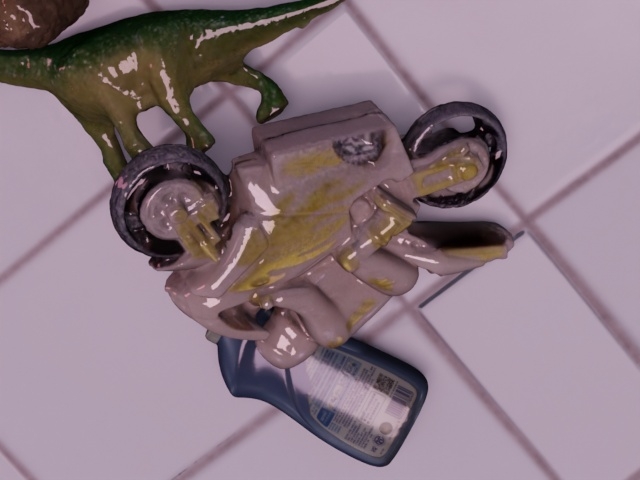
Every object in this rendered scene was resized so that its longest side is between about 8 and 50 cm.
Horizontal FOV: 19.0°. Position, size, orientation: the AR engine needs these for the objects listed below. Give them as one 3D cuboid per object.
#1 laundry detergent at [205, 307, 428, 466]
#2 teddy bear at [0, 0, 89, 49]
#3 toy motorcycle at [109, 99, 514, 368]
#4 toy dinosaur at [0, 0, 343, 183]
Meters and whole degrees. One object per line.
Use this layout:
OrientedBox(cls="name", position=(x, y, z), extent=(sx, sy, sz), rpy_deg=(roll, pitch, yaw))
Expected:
OrientedBox(cls="laundry detergent", position=(-0.013, 0.114, 1.662), extent=(0.206, 0.061, 0.096), rpy_deg=(28, 108, -6))
OrientedBox(cls="teddy bear", position=(-0.264, -0.243, 1.534), extent=(0.190, 0.140, 0.177), rpy_deg=(9, 102, 15))
OrientedBox(cls="toy motorcycle", position=(0.000, 0.000, 1.572), extent=(0.341, 0.108, 0.223), rpy_deg=(-12, 118, -15))
OrientedBox(cls="toy dinosaur", position=(-0.187, -0.183, 1.588), extent=(0.447, 0.087, 0.301), rpy_deg=(-35, 83, 6))
